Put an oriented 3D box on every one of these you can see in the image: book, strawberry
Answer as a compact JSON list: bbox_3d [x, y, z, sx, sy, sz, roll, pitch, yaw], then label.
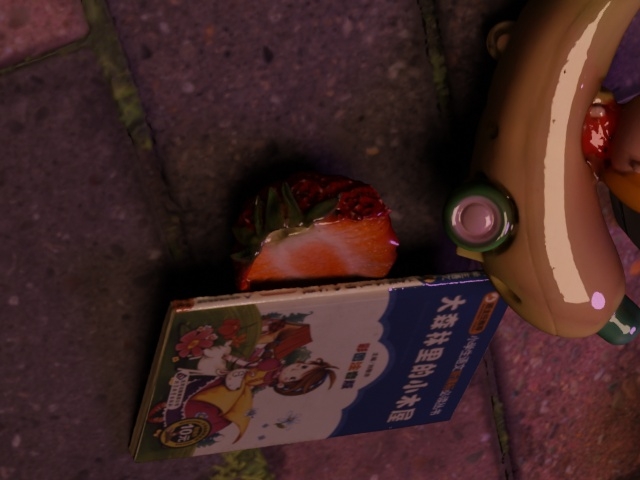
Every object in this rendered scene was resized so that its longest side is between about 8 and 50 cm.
[{"bbox_3d":[0.003,0.111,1.433,0.322,0.018,0.228,-5,142,-21],"label":"book"},{"bbox_3d":[0.000,0.000,1.348,0.147,0.082,0.187,-18,149,16],"label":"strawberry"}]

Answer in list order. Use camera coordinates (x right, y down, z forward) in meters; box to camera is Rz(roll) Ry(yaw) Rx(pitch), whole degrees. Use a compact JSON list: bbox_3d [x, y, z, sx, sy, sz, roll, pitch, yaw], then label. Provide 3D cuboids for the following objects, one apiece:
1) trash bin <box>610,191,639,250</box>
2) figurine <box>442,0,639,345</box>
[{"bbox_3d":[0.311,-0.021,1.442,0.059,0.130,0.116,-25,131,-6],"label":"trash bin"},{"bbox_3d":[0.227,-0.073,1.320,0.222,0.124,0.324,16,108,11],"label":"figurine"}]
